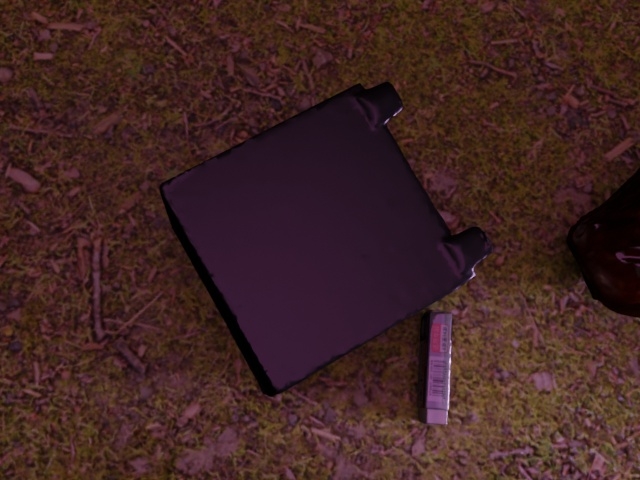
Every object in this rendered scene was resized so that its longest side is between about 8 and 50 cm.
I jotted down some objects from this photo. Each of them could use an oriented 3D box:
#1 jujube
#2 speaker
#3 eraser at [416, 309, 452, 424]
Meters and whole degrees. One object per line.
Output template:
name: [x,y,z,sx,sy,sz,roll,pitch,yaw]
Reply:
jujube: [0.437,-0.032,0.807,0.342,0.216,0.216,-24,82,-1]
speaker: [0.000,0.000,0.779,0.254,0.184,0.232,-29,83,-11]
eraser: [0.126,0.139,0.827,0.029,0.052,0.122,5,80,-1]
